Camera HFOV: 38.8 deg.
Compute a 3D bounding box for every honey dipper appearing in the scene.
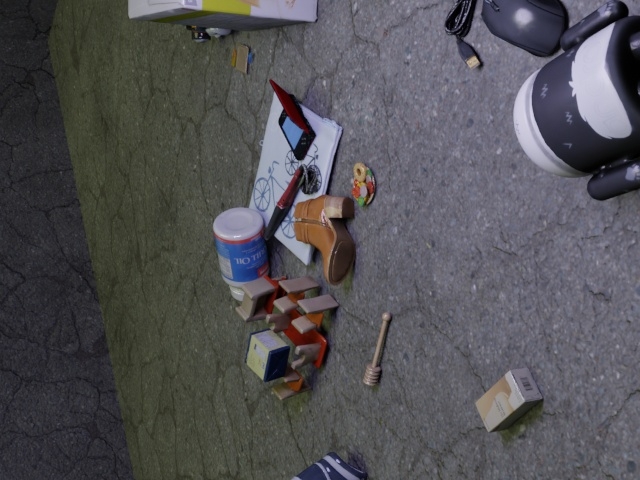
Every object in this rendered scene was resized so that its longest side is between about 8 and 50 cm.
[{"bbox_3d":[0.120,0.219,1.841,0.030,0.030,0.161,41,123,52],"label":"honey dipper"}]

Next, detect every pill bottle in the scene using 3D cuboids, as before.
[{"bbox_3d":[-0.190,0.039,2.245,0.124,0.124,0.221,51,155,46],"label":"pill bottle"}]

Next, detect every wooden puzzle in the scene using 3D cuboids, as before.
[{"bbox_3d":[-0.203,-0.475,2.371,0.116,0.014,0.078,44,134,51],"label":"wooden puzzle"}]

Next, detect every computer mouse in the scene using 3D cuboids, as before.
[{"bbox_3d":[0.279,-0.349,1.473,0.262,0.060,0.184,59,139,41],"label":"computer mouse"}]

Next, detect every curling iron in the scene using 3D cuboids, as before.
[{"bbox_3d":[-0.077,-0.081,2.079,0.274,0.035,0.068,-49,50,46],"label":"curling iron"}]

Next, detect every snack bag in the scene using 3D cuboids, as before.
[{"bbox_3d":[-0.064,-0.160,2.127,0.323,0.037,0.342,41,124,51],"label":"snack bag"}]

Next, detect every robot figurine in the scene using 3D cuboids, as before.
[{"bbox_3d":[0.383,-0.185,1.194,0.209,0.173,0.278,-57,15,-29],"label":"robot figurine"}]

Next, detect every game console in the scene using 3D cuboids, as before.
[{"bbox_3d":[-0.079,-0.269,2.035,0.124,0.085,0.144,-61,41,38],"label":"game console"}]

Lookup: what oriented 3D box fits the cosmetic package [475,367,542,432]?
[{"bbox_3d":[0.308,0.263,1.491,0.115,0.041,0.060,-59,44,45],"label":"cosmetic package"}]

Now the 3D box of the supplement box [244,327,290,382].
[{"bbox_3d":[-0.119,0.256,2.033,0.083,0.056,0.083,38,126,40],"label":"supplement box"}]

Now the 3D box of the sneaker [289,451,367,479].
[{"bbox_3d":[0.050,0.585,1.942,0.099,0.153,0.282,0,123,58],"label":"sneaker"}]

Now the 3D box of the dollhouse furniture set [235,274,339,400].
[{"bbox_3d":[-0.070,0.190,2.113,0.259,0.135,0.262,43,130,37],"label":"dollhouse furniture set"}]

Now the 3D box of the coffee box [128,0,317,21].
[{"bbox_3d":[-0.222,-0.666,2.059,0.338,0.334,0.338,13,103,58],"label":"coffee box"}]

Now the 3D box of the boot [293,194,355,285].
[{"bbox_3d":[0.000,0.000,1.958,0.152,0.073,0.197,-2,75,44],"label":"boot"}]

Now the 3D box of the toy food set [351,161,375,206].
[{"bbox_3d":[0.088,-0.114,1.873,0.082,0.020,0.083,53,135,45],"label":"toy food set"}]

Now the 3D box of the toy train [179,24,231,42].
[{"bbox_3d":[-0.296,-0.697,2.405,0.190,0.142,0.334,10,101,50],"label":"toy train"}]
